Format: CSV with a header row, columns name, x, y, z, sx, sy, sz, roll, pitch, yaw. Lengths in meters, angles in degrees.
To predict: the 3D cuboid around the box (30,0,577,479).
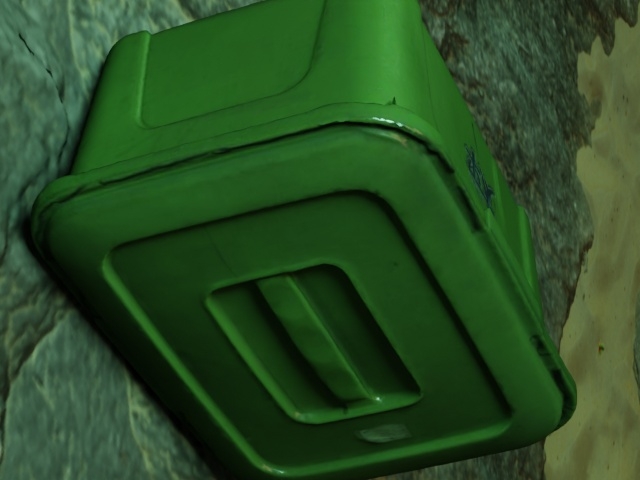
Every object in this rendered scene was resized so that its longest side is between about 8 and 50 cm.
name,x,y,z,sx,sy,sz,roll,pitch,yaw
box,0.000,0.000,1.122,0.329,0.252,0.178,59,24,-43
